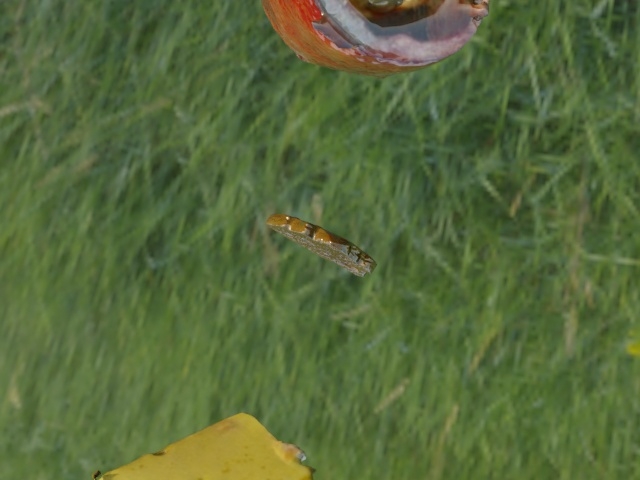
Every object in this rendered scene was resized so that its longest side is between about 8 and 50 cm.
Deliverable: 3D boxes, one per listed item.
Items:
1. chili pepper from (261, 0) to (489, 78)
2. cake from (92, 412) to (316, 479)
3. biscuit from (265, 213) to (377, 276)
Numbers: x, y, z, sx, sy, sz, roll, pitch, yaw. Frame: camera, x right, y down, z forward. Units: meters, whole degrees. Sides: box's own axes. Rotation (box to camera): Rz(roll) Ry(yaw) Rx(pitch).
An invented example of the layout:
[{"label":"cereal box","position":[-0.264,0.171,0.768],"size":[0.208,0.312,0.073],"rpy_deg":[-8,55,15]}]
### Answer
[{"label":"chili pepper","position":[0.050,-0.280,1.360],"size":[0.251,0.229,0.305],"rpy_deg":[57,175,-4]},{"label":"cake","position":[-0.127,0.322,1.442],"size":[0.227,0.286,0.222],"rpy_deg":[-18,139,-35]},{"label":"biscuit","position":[0.000,0.000,1.470],"size":[0.130,0.019,0.119],"rpy_deg":[24,171,19]}]
